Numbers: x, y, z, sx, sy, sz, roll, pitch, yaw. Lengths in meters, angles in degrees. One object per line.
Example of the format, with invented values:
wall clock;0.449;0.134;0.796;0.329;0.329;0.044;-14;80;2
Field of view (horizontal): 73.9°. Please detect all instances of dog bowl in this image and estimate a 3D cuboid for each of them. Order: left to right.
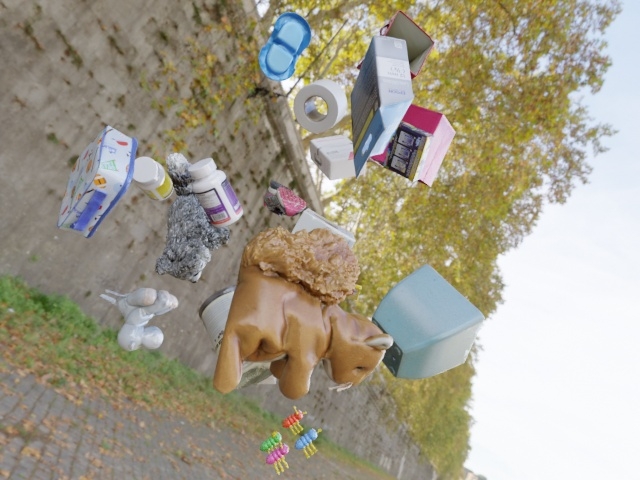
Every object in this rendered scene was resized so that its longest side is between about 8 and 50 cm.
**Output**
dog bowl;-0.159;-0.823;1.831;0.165;0.297;0.074;28;-3;-20

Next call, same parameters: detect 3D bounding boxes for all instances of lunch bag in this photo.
lunch bag;-0.630;-0.154;1.200;0.114;0.243;0.303;23;-52;-39

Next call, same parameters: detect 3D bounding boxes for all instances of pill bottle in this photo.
pill bottle;-0.646;-0.236;1.632;0.119;0.119;0.208;33;-13;1
pill bottle;-0.323;-0.146;1.297;0.108;0.108;0.194;12;-46;44

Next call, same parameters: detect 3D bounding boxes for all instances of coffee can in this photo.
coffee can;-0.263;0.318;1.418;0.275;0.201;0.202;56;-7;32

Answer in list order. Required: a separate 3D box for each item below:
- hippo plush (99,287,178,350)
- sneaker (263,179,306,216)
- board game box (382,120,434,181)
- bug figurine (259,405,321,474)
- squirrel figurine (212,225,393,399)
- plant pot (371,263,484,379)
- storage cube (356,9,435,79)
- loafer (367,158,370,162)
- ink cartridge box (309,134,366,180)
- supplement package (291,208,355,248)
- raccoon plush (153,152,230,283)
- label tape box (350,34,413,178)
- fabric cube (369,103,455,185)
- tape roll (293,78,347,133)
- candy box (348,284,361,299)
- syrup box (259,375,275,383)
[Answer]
hippo plush;-0.741;0.331;1.750;0.294;0.237;0.234;12;-24;-34
sneaker;-0.143;-0.140;1.632;0.120;0.112;0.299;25;9;-23
board game box;0.307;-0.315;1.499;0.141;0.048;0.170;36;-50;30
bug figurine;-0.116;0.717;1.543;0.072;0.216;0.279;58;-17;-8
squirrel figurine;-0.016;0.161;0.981;0.370;0.397;0.281;12;-4;-7
plant pot;0.287;0.271;1.290;0.248;0.252;0.247;48;-30;38
storage cube;0.289;-0.727;1.662;0.214;0.184;0.193;32;-15;-16
loafer;0.254;-0.454;2.174;0.092;0.102;0.268;25;0;-35
ink cartridge box;0.066;-0.331;1.685;0.218;0.158;0.092;-123;-154;-48
supplement package;0.000;0.000;1.520;0.203;0.149;0.194;30;7;-2
raccoon plush;-0.516;-0.066;1.500;0.447;0.216;0.299;60;16;-10
label tape box;0.179;-0.390;1.282;0.115;0.348;0.249;3;-26;-12
fabric cube;0.382;-0.413;1.807;0.254;0.258;0.259;30;10;28
tape roll;0.000;-0.697;2.204;0.246;0.169;0.246;9;-59;15
candy box;0.100;0.244;2.171;0.205;0.027;0.105;14;-39;2
syrup box;-0.247;0.555;1.882;0.096;0.093;0.237;0;-36;-1
